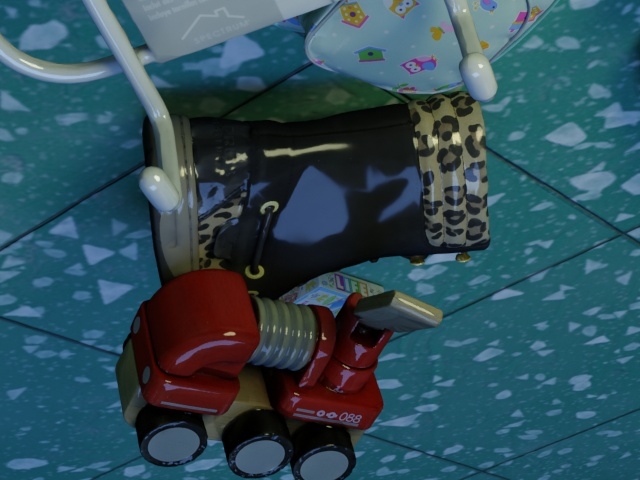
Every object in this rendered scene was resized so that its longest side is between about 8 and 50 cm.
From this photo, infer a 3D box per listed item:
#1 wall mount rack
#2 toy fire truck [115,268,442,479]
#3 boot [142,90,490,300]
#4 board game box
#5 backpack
[{"bbox_3d":[-0.047,-0.165,0.774,0.350,0.130,0.304,-19,137,9],"label":"wall mount rack"},{"bbox_3d":[-0.024,0.085,1.196,0.217,0.158,0.246,13,126,-26],"label":"toy fire truck"},{"bbox_3d":[0.000,0.000,1.310,0.284,0.138,0.377,-9,147,-2],"label":"boot"},{"bbox_3d":[-0.020,0.080,1.557,0.154,0.026,0.103,-31,146,34],"label":"board game box"},{"bbox_3d":[0.071,-0.184,0.977,0.188,0.144,0.166,7,142,-35],"label":"backpack"}]
